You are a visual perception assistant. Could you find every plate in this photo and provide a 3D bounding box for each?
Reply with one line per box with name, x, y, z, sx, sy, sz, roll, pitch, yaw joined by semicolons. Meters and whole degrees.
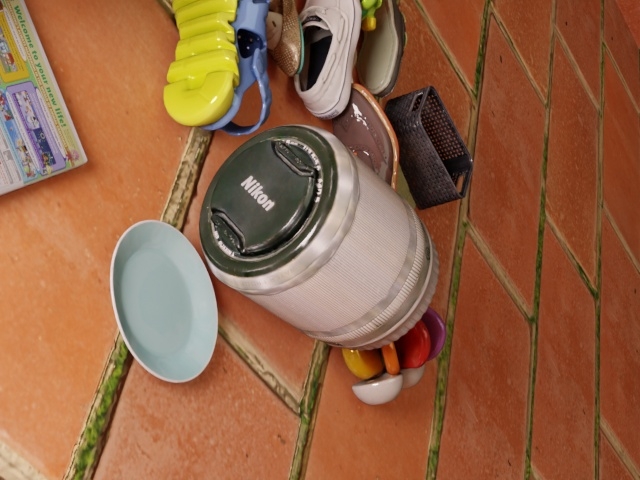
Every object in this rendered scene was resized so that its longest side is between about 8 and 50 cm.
plate;-0.180;0.070;1.318;0.188;0.024;0.188;34;48;-48

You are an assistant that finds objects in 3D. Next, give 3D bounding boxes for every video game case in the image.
video game case;-0.332;-0.152;1.162;0.193;0.023;0.212;-33;105;-60

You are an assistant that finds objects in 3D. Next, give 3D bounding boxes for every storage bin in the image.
storage bin;0.181;-0.158;2.005;0.180;0.084;0.122;57;33;-27

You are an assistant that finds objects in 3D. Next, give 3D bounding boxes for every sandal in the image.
sandal;-0.117;-0.261;1.510;0.138;0.126;0.317;41;51;-50

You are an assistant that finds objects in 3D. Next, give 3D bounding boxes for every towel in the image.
towel;0.110;-0.071;1.896;0.110;0.027;0.148;64;29;-20

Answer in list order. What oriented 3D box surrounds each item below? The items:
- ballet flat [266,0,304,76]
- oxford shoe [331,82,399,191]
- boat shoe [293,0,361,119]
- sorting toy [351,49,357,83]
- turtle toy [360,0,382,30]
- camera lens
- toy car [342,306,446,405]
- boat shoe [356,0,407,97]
ballet flat;-0.068;-0.333;1.692;0.067;0.073;0.206;7;65;-30
oxford shoe;0.060;-0.105;1.759;0.098;0.097;0.271;-10;84;-55
boat shoe;0.005;-0.311;1.760;0.084;0.095;0.258;39;43;-52
sorting toy;0.033;-0.255;1.840;0.075;0.045;0.083;70;28;-23
turtle toy;0.056;-0.383;1.871;0.066;0.130;0.095;3;88;-30
camera lens;0.000;0.000;1.464;0.274;0.219;0.219;37;46;-48
toy car;0.111;0.139;1.676;0.182;0.136;0.159;-18;91;-61
boat shoe;0.110;-0.325;1.965;0.068;0.081;0.228;38;42;-42
